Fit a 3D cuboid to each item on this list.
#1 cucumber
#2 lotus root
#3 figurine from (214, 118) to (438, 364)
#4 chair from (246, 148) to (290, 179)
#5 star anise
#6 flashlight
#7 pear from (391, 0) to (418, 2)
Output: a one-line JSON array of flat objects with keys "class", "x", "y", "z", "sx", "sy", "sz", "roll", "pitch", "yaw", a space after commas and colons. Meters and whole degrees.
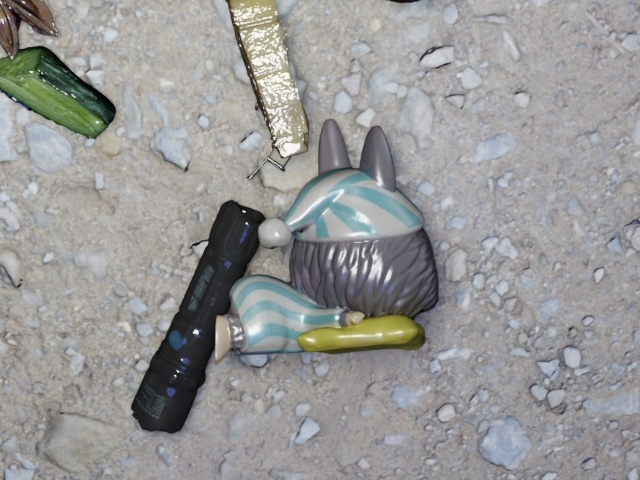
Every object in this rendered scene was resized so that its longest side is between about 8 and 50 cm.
[{"class": "cucumber", "x": -0.407, "y": -0.236, "z": 1.600, "sx": 0.193, "sy": 0.086, "sz": 0.115, "roll": 37, "pitch": 146, "yaw": -17}, {"class": "lotus root", "x": -0.080, "y": -0.258, "z": 1.572, "sx": 0.074, "sy": 0.170, "sz": 0.261, "roll": -17, "pitch": 99, "yaw": -6}, {"class": "figurine", "x": 0.000, "y": 0.000, "z": 1.661, "sx": 0.361, "sy": 0.266, "sz": 0.378, "roll": -3, "pitch": 80, "yaw": -7}, {"class": "chair", "x": -0.078, "y": -0.122, "z": 1.687, "sx": 0.042, "sy": 0.037, "sz": 0.086, "roll": 40, "pitch": 98, "yaw": -4}, {"class": "star anise", "x": -0.503, "y": -0.374, "z": 1.547, "sx": 0.197, "sy": 0.073, "sz": 0.212, "roll": -8, "pitch": 107, "yaw": -6}, {"class": "flashlight", "x": -0.200, "y": 0.130, "z": 1.732, "sx": 0.103, "sy": 0.103, "sz": 0.424, "roll": 22, "pitch": 106, "yaw": -11}, {"class": "pear", "x": 0.049, "y": -0.519, "z": 1.433, "sx": 0.399, "sy": 0.399, "sz": 0.165, "roll": 36, "pitch": 67, "yaw": -15}]
